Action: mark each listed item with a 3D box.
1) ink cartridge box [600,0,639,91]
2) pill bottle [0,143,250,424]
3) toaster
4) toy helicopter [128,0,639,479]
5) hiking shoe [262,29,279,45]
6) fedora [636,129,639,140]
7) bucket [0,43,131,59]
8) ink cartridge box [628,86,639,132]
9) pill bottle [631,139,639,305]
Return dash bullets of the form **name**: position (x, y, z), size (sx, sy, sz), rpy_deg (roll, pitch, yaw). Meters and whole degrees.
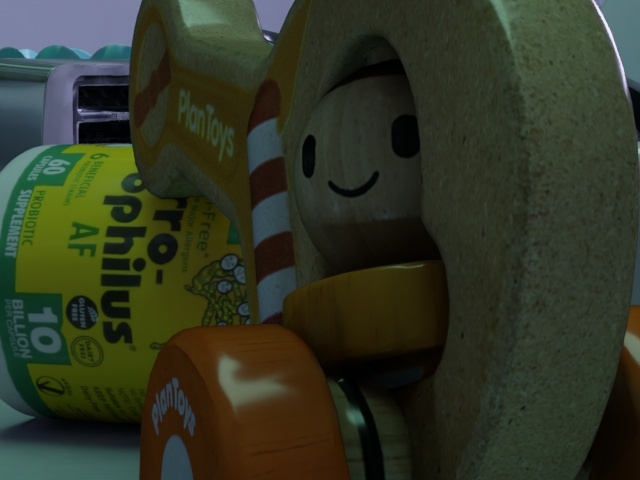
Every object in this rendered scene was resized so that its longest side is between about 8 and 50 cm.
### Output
- **ink cartridge box**: position (0.319, -0.101, 0.934), size (0.270, 0.197, 0.198), rpy_deg (22, 10, -35)
- **pill bottle**: position (-0.027, 0.019, 0.752), size (0.208, 0.117, 0.117), rpy_deg (2, 5, 20)
- **toaster**: position (-0.196, -0.068, 1.506), size (0.186, 0.168, 0.110), rpy_deg (-4, 7, -42)
- **toy helicopter**: position (-0.005, -0.042, 0.558), size (0.140, 0.235, 0.355), rpy_deg (-2, 14, -19)
- **hiking shoe**: position (-0.018, -0.030, 0.871), size (0.304, 0.132, 0.113), rpy_deg (-24, -7, 22)
- **fedora**: position (0.346, -0.068, 1.702), size (0.275, 0.124, 0.244), rpy_deg (10, 10, 15)
- **bucket**: position (-0.197, -0.105, 1.861), size (0.281, 0.183, 0.281), rpy_deg (-1, 5, 0)
- **ink cartridge box**: position (0.296, -0.035, 1.210), size (0.045, 0.208, 0.206), rpy_deg (-45, 18, -5)
- **pill bottle**: position (0.151, 0.015, 0.762), size (0.121, 0.121, 0.216), rpy_deg (1, 5, 17)
